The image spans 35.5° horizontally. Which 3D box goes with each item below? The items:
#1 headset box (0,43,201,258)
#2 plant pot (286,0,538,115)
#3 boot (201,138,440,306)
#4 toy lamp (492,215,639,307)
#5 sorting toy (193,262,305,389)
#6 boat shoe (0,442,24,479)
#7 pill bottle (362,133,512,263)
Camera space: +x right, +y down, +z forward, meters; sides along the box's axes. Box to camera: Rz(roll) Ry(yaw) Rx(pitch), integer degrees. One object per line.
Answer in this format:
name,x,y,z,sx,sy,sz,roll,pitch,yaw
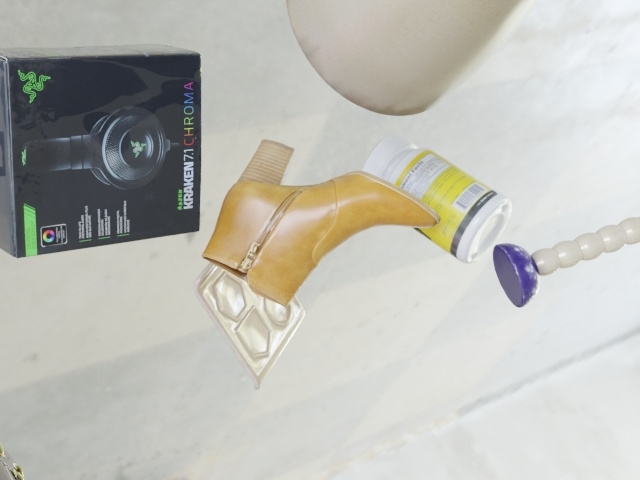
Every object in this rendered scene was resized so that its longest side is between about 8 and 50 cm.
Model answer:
headset box,-0.307,-0.124,1.289,0.283,0.131,0.246,-9,109,-37
plant pot,0.137,-0.295,1.071,0.256,0.256,0.274,-20,179,-30
boot,-0.001,0.000,1.403,0.104,0.295,0.211,78,33,-77
toy lamp,0.321,-0.007,1.047,0.274,0.080,0.080,-21,155,-7
sorting toy,-0.110,0.096,1.545,0.038,0.208,0.193,-14,-156,31
boat shoe,-0.526,0.373,1.584,0.096,0.324,0.117,2,99,-38
pill bottle,0.170,-0.066,1.498,0.119,0.208,0.119,-40,151,-27
